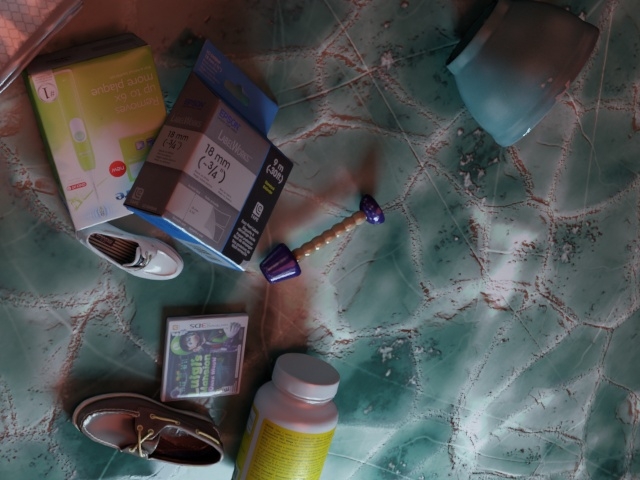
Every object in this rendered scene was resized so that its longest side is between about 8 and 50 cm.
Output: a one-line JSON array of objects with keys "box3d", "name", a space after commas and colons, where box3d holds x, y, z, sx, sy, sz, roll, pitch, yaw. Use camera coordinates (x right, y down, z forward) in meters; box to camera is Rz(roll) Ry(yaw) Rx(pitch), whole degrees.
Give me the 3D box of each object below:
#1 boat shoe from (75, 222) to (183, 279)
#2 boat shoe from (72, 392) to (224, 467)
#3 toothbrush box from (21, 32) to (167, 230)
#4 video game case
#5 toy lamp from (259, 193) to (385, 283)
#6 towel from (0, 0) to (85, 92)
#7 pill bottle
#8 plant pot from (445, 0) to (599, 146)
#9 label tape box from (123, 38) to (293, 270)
[{"box3d": [-0.355, 0.030, 1.640, 0.226, 0.076, 0.083, 22, 101, -32], "name": "boat shoe"}, {"box3d": [-0.347, 0.399, 1.794, 0.324, 0.097, 0.116, 21, 101, -32], "name": "boat shoe"}, {"box3d": [-0.373, -0.190, 1.508, 0.206, 0.122, 0.283, -19, 120, -19], "name": "toothbrush box"}, {"box3d": [-0.243, 0.244, 1.822, 0.173, 0.022, 0.190, -1, 112, -25], "name": "video game case"}, {"box3d": [0.000, 0.000, 1.803, 0.275, 0.080, 0.080, -31, 122, -14], "name": "toy lamp"}, {"box3d": [-0.579, -0.366, 1.322, 0.332, 0.053, 0.317, -43, 119, 10], "name": "towel"}, {"box3d": [-0.070, 0.423, 1.887, 0.188, 0.188, 0.333, 8, 109, -29], "name": "pill bottle"}, {"box3d": [0.376, -0.360, 1.729, 0.196, 0.293, 0.293, 35, 94, -7], "name": "plant pot"}, {"box3d": [-0.167, -0.148, 1.537, 0.241, 0.106, 0.333, 38, 72, -50], "name": "label tape box"}]
